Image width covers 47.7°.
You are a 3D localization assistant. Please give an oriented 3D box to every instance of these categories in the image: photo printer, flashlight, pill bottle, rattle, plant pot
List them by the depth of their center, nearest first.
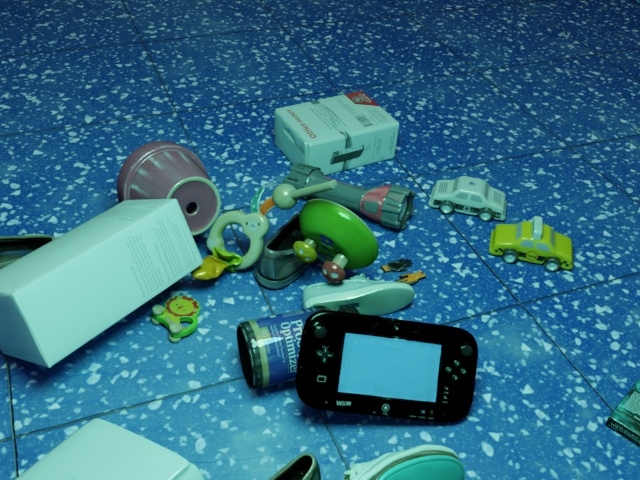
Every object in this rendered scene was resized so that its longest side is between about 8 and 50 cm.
[{"bbox_3d":[-0.344,0.396,0.987,0.256,0.107,0.307,9,34,39],"label":"photo printer"},{"bbox_3d":[-0.033,0.186,1.309,0.219,0.123,0.123,-11,41,-17],"label":"pill bottle"},{"bbox_3d":[-0.174,-0.020,1.475,0.142,0.199,0.130,5,49,-54],"label":"rattle"},{"bbox_3d":[-0.310,-0.097,1.545,0.201,0.201,0.180,-22,30,-29],"label":"plant pot"},{"bbox_3d":[0.070,-0.114,1.719,0.304,0.103,0.103,19,70,25],"label":"flashlight"}]

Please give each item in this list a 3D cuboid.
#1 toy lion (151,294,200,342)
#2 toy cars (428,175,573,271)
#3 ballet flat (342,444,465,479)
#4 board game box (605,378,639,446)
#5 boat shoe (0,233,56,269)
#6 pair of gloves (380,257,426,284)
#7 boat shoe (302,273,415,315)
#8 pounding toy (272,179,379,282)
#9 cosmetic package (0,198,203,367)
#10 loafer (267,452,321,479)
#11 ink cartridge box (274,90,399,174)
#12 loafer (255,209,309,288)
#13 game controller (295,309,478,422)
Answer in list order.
[{"bbox_3d":[-0.274,0.146,1.415,0.096,0.034,0.100,-21,44,-38],"label":"toy lion"},{"bbox_3d":[0.420,-0.060,1.682,0.176,0.087,0.393,-21,45,-28],"label":"toy cars"},{"bbox_3d":[0.045,0.395,1.049,0.400,0.139,0.139,-20,44,-39],"label":"ballet flat"},{"bbox_3d":[0.611,0.332,1.257,0.186,0.026,0.126,33,46,32],"label":"board game box"},{"bbox_3d":[-0.683,0.039,1.456,0.324,0.097,0.117,-1,39,-6],"label":"boat shoe"},{"bbox_3d":[0.179,0.069,1.563,0.074,0.010,0.083,-17,41,-23],"label":"pair of gloves"},{"bbox_3d":[0.074,0.103,1.455,0.227,0.079,0.081,-7,44,-8],"label":"boat shoe"},{"bbox_3d":[0.000,0.000,1.430,0.182,0.237,0.110,4,49,47],"label":"pounding toy"},{"bbox_3d":[-0.431,0.063,1.355,0.196,0.155,0.365,3,31,44],"label":"cosmetic package"},{"bbox_3d":[-0.100,0.408,1.055,0.096,0.084,0.267,30,45,29],"label":"loafer"},{"bbox_3d":[0.037,-0.282,1.905,0.272,0.114,0.197,-16,43,-24],"label":"ink cartridge box"},{"bbox_3d":[-0.034,-0.012,1.576,0.109,0.095,0.302,22,42,21],"label":"loafer"},{"bbox_3d":[0.116,0.217,1.241,0.319,0.067,0.167,8,76,-11],"label":"game controller"}]
